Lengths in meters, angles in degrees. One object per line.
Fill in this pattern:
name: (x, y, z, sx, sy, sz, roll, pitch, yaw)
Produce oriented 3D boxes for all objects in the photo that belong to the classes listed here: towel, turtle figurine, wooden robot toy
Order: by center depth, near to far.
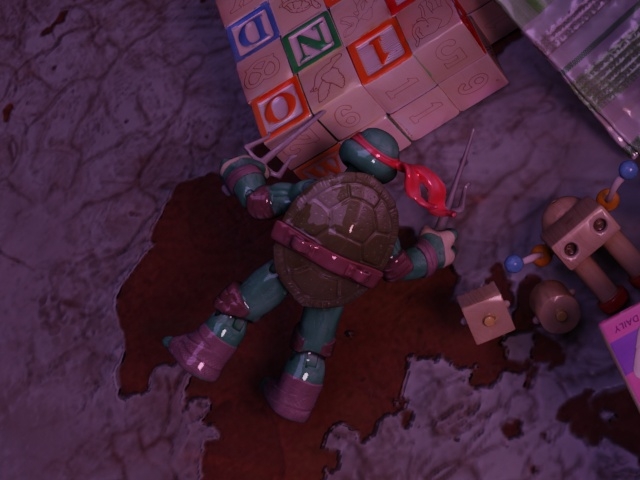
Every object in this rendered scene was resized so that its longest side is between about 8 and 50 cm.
wooden robot toy: (0.167, 0.006, 0.829, 0.173, 0.076, 0.079, -40, 15, 7)
turtle figurine: (0.000, 0.000, 0.853, 0.175, 0.118, 0.234, 31, 98, 0)
towel: (0.207, -0.145, 0.856, 0.113, 0.023, 0.152, -40, 80, 3)

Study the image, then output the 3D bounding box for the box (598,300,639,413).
box: (0.297, 0.108, 0.640, 0.213, 0.117, 0.243, -30, 53, 15)

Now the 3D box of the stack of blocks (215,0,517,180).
stack of blocks: (0.079, -0.187, 0.960, 0.297, 0.087, 0.171, -30, 52, 14)
